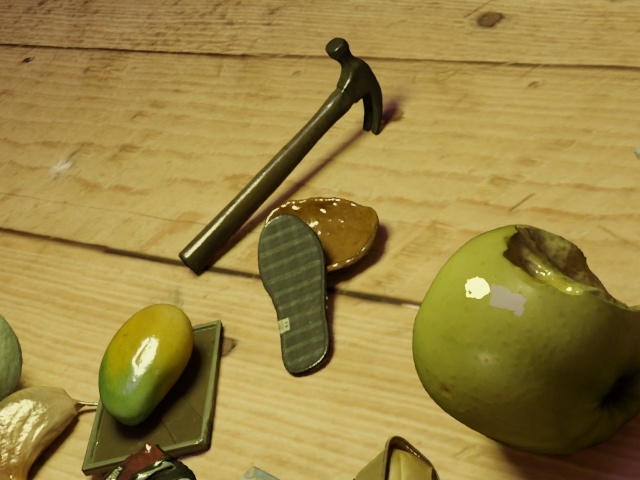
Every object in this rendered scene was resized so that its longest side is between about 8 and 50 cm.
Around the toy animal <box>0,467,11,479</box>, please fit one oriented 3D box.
[{"bbox_3d":[-0.472,0.380,1.866,0.149,0.165,0.248,-49,40,7],"label":"toy animal"}]

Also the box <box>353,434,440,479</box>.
[{"bbox_3d":[0.091,0.309,1.597,0.111,0.111,0.177,-16,36,19],"label":"box"}]

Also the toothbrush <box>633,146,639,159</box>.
[{"bbox_3d":[0.485,-0.085,1.906,0.017,0.014,0.194,-34,34,-8],"label":"toothbrush"}]

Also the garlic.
[{"bbox_3d":[-0.412,0.274,2.037,0.128,0.090,0.198,30,53,26],"label":"garlic"}]

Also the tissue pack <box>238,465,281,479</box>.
[{"bbox_3d":[-0.061,0.350,1.686,0.155,0.065,0.115,19,58,47],"label":"tissue pack"}]

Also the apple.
[{"bbox_3d":[0.242,0.117,1.605,0.279,0.279,0.279,-19,35,14],"label":"apple"}]

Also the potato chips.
[{"bbox_3d":[0.000,0.000,2.110,0.202,0.049,0.150,-5,52,32],"label":"potato chips"}]

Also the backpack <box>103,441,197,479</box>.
[{"bbox_3d":[-0.204,0.329,1.777,0.120,0.106,0.165,-40,32,-24],"label":"backpack"}]

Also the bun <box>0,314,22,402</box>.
[{"bbox_3d":[-0.629,0.210,2.096,0.362,0.211,0.362,-28,16,9],"label":"bun"}]

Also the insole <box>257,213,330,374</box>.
[{"bbox_3d":[-0.039,0.071,2.031,0.110,0.012,0.309,-23,44,14],"label":"insole"}]

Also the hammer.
[{"bbox_3d":[-0.068,-0.121,2.257,0.440,0.168,0.044,-47,33,-11],"label":"hammer"}]

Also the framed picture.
[{"bbox_3d":[-0.236,0.218,2.008,0.189,0.023,0.260,-15,36,13],"label":"framed picture"}]

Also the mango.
[{"bbox_3d":[-0.249,0.174,1.986,0.130,0.092,0.194,-8,47,22],"label":"mango"}]
